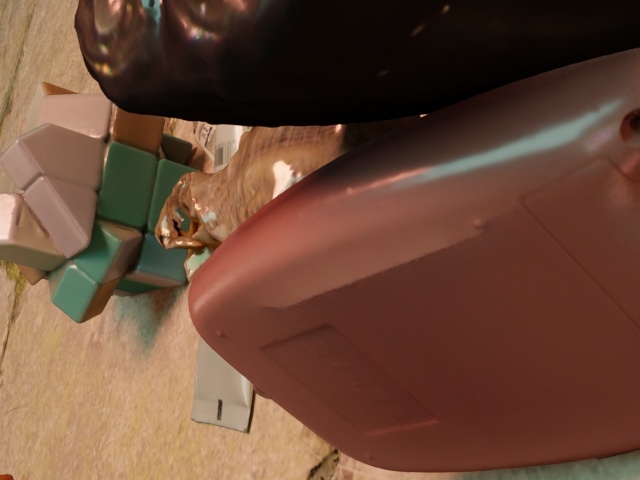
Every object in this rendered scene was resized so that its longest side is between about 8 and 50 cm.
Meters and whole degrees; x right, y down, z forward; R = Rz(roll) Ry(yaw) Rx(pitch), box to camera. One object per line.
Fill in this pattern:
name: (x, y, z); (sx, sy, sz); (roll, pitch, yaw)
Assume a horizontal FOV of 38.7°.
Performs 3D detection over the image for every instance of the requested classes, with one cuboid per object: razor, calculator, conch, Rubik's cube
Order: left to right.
Rubik's cube: (-0.270, -0.037, 1.024); (0.224, 0.212, 0.266); (-15, 64, 53)
conch: (0.012, -0.010, 0.618); (0.159, 0.210, 0.291); (-45, 30, -21)
razor: (0.060, -0.117, 0.445); (0.189, 0.326, 0.107); (-2, 100, 53)
calculator: (0.068, 0.046, 0.458); (0.329, 0.220, 0.048); (-27, 31, 44)

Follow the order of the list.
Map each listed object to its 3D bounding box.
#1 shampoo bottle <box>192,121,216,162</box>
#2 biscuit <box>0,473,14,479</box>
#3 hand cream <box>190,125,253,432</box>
shampoo bottle: (-0.112, -0.114, 0.987); (0.141, 0.034, 0.049); (43, 119, 56)
biscuit: (-0.489, 0.464, 1.281); (0.306, 0.043, 0.284); (-11, 67, 57)
hand cream: (-0.083, 0.014, 0.866); (0.109, 0.067, 0.321); (-6, 75, 55)
